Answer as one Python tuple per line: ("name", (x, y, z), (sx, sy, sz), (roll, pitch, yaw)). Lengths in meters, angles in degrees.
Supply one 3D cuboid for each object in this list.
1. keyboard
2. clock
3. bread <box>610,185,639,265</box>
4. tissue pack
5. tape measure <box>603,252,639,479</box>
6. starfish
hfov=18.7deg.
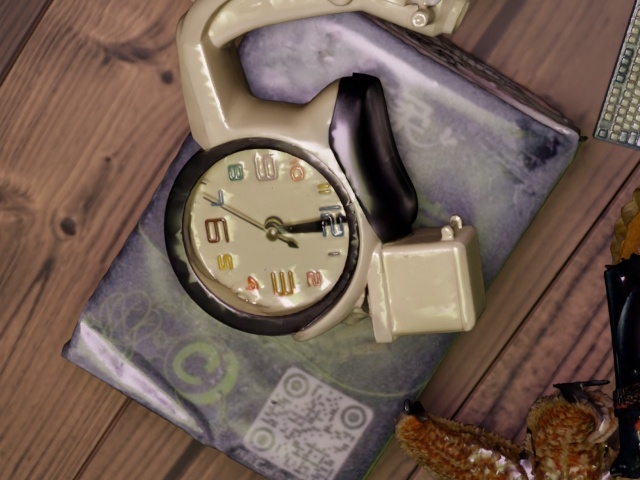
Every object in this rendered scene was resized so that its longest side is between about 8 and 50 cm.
("keyboard", (0.279, -0.161, 1.625), (0.055, 0.014, 0.176), (16, 106, -1))
("clock", (-0.004, -0.109, 1.501), (0.276, 0.120, 0.379), (-2, 105, 14))
("bread", (0.370, 0.026, 1.597), (0.253, 0.142, 0.227), (-19, 94, 13))
("tissue pack", (0.000, 0.000, 1.643), (0.288, 0.124, 0.394), (30, 105, -3))
("tape measure", (0.324, 0.083, 1.479), (0.222, 0.135, 0.202), (-5, 89, 7))
("starfish", (0.220, 0.209, 1.650), (0.312, 0.113, 0.303), (-3, 134, 1))
